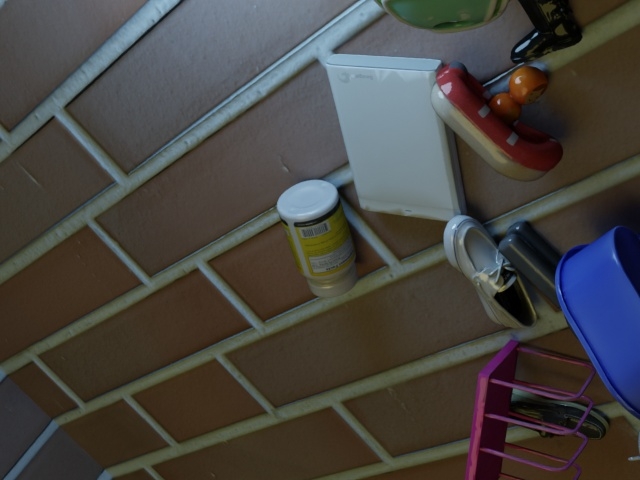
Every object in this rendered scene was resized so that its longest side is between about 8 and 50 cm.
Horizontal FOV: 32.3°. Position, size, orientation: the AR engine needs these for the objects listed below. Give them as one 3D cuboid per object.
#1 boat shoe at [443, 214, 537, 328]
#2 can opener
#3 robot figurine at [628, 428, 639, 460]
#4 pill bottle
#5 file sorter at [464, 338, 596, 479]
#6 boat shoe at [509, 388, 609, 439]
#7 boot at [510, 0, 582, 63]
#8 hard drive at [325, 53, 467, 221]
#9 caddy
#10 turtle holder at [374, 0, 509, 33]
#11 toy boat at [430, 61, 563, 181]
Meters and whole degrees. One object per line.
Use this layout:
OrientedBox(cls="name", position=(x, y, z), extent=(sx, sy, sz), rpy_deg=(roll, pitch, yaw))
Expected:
OrientedBox(cls="boat shoe", position=(0.309, 0.057, 1.947), extent=(0.084, 0.095, 0.258), rpy_deg=(17, 152, 54))
OrientedBox(cls="can opener", position=(0.411, 0.093, 1.931), extent=(0.283, 0.076, 0.095), rpy_deg=(43, 139, -7))
OrientedBox(cls="robot figurine", position=(0.679, 0.327, 1.870), extent=(0.300, 0.200, 0.353), rpy_deg=(32, 141, -5))
OrientedBox(cls="pill bottle", position=(0.000, 0.000, 2.098), extent=(0.119, 0.119, 0.208), rpy_deg=(7, 132, 30))
OrientedBox(cls="file sorter", position=(0.388, 0.366, 2.033), extent=(0.182, 0.202, 0.290), rpy_deg=(12, 108, 23))
OrientedBox(cls="boat shoe", position=(0.445, 0.351, 2.157), extent=(0.223, 0.073, 0.080), rpy_deg=(17, 137, 22))
OrientedBox(cls="boot", position=(0.316, -0.321, 1.622), extent=(0.121, 0.045, 0.099), rpy_deg=(-15, 121, 35))
OrientedBox(cls="hard drive", position=(0.134, -0.173, 1.899), extent=(0.203, 0.040, 0.307), rpy_deg=(9, 133, 29))
OrientedBox(cls="caddy", position=(0.513, 0.131, 1.727), extent=(0.179, 0.241, 0.341), rpy_deg=(-49, 57, 43))
OrientedBox(cls="turtle holder", position=(0.199, -0.417, 1.502), extent=(0.320, 0.243, 0.227), rpy_deg=(-25, 137, 4))
OrientedBox(cls="toy boat", position=(0.289, -0.204, 1.705), extent=(0.231, 0.151, 0.151), rpy_deg=(42, 111, -7))
